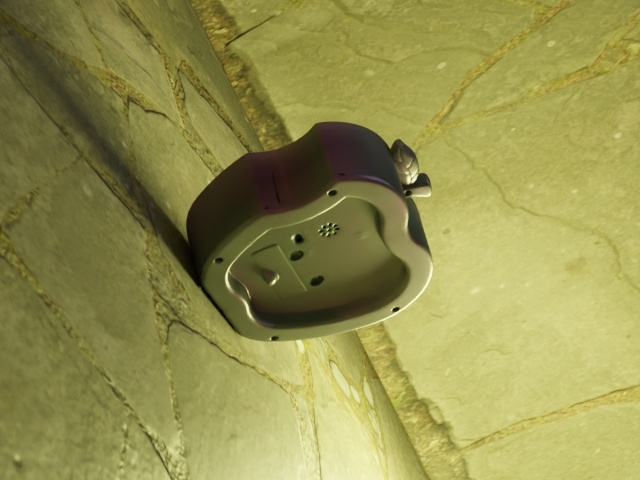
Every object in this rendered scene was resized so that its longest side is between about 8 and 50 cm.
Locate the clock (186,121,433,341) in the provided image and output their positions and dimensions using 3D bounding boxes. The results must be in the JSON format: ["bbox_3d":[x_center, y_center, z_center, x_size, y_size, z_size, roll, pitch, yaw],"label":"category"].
[{"bbox_3d":[0.000,0.000,1.685,0.338,0.339,0.102,57,13,-51],"label":"clock"}]
